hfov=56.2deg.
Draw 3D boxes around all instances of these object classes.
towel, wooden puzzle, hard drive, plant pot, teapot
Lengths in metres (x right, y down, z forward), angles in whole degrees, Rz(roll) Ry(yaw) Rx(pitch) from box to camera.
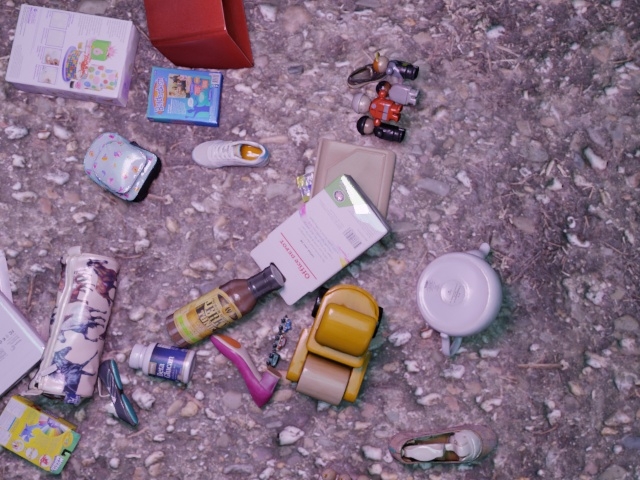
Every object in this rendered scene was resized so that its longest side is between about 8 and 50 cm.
[{"bbox_3d":[-0.036,-0.161,1.798,0.060,0.009,0.083,-16,84,-5],"label":"towel"},{"bbox_3d":[0.095,-0.178,1.792,0.238,0.044,0.221,11,83,-5],"label":"wooden puzzle"},{"bbox_3d":[-0.952,0.256,1.668,0.233,0.047,0.353,-43,87,-6],"label":"hard drive"},{"bbox_3d":[-0.359,-0.643,1.730,0.235,0.267,0.267,-11,84,8],"label":"plant pot"},{"bbox_3d":[0.403,0.162,1.696,0.256,0.187,0.253,-33,65,20],"label":"teapot"}]

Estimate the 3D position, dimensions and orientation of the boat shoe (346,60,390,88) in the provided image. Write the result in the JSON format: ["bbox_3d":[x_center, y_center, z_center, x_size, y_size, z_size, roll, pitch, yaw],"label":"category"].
[{"bbox_3d":[0.153,-0.509,1.825,0.152,0.049,0.056,-28,85,-5],"label":"boat shoe"}]

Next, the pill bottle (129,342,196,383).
[{"bbox_3d":[-0.442,0.339,1.682,0.169,0.094,0.094,11,83,0],"label":"pill bottle"}]

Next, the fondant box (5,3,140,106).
[{"bbox_3d":[-0.728,-0.545,1.776,0.330,0.096,0.239,9,83,0],"label":"fondant box"}]

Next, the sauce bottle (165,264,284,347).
[{"bbox_3d":[-0.264,0.176,1.664,0.344,0.111,0.111,-31,85,10],"label":"sauce bottle"}]

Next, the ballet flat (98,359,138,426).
[{"bbox_3d":[-0.577,0.435,1.679,0.074,0.074,0.203,-25,79,-5],"label":"ballet flat"}]

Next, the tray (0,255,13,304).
[{"bbox_3d":[-0.958,0.187,1.714,0.145,0.030,0.271,-12,84,-2],"label":"tray"}]

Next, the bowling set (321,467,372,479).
[{"bbox_3d":[0.038,0.677,1.624,0.199,0.287,0.154,19,74,34],"label":"bowling set"}]

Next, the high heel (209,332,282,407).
[{"bbox_3d":[-0.233,0.366,1.705,0.244,0.082,0.117,33,100,2],"label":"high heel"}]

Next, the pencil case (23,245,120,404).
[{"bbox_3d":[-0.666,0.229,1.633,0.159,0.183,0.411,6,77,11],"label":"pencil case"}]

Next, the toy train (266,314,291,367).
[{"bbox_3d":[-0.118,0.292,1.733,0.036,0.027,0.158,19,83,-3],"label":"toy train"}]

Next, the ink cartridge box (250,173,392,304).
[{"bbox_3d":[0.000,0.000,1.697,0.353,0.119,0.207,-38,86,13],"label":"ink cartridge box"}]

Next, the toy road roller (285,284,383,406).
[{"bbox_3d":[0.045,0.281,1.632,0.202,0.240,0.330,20,83,1],"label":"toy road roller"}]

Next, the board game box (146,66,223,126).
[{"bbox_3d":[-0.404,-0.429,1.797,0.210,0.047,0.160,5,84,-2],"label":"board game box"}]

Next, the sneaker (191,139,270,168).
[{"bbox_3d":[-0.265,-0.260,1.760,0.228,0.092,0.088,-1,85,-1],"label":"sneaker"}]

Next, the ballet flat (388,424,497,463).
[{"bbox_3d":[0.351,0.582,1.675,0.315,0.106,0.108,-6,84,-3],"label":"ballet flat"}]

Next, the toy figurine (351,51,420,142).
[{"bbox_3d":[0.189,-0.409,1.739,0.148,0.213,0.210,19,79,17],"label":"toy figurine"}]

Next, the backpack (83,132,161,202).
[{"bbox_3d":[-0.578,-0.215,1.720,0.188,0.144,0.166,29,89,4],"label":"backpack"}]

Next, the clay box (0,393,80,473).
[{"bbox_3d":[-0.785,0.539,1.667,0.222,0.053,0.128,29,83,0],"label":"clay box"}]
